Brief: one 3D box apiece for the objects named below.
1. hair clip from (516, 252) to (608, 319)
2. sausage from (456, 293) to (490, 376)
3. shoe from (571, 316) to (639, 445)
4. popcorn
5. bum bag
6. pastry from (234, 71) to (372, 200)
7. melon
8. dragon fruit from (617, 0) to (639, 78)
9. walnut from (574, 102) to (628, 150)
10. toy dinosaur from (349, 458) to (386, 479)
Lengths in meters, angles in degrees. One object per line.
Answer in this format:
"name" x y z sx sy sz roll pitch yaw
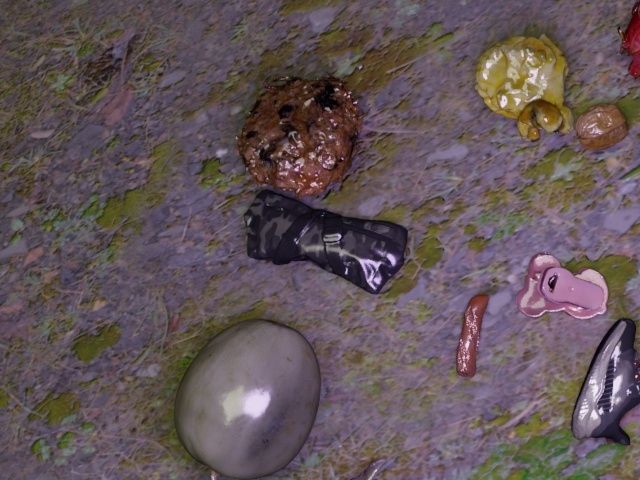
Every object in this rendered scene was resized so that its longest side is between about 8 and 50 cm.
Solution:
"hair clip" 0.438 0.090 1.866 0.138 0.102 0.123 15 86 -13
"sausage" 0.277 0.173 1.898 0.036 0.042 0.157 -1 74 62
"shoe" 0.513 0.250 1.784 0.112 0.099 0.227 24 92 13
"popcorn" 0.371 -0.276 1.889 0.169 0.173 0.195 -8 82 2
"bum bag" 0.000 0.000 1.986 0.341 0.095 0.144 16 70 18
"pastry" -0.031 -0.195 1.996 0.275 0.193 0.274 -19 53 27
"melon" -0.130 0.295 1.889 0.308 0.272 0.272 -42 71 -6
"dragon fruit" 0.607 -0.368 1.851 0.136 0.133 0.165 35 133 20
"walnut" 0.509 -0.206 1.873 0.096 0.082 0.078 -25 100 -3
"toy dinosaur" 0.009 0.511 1.864 0.294 0.162 0.077 -27 115 5
